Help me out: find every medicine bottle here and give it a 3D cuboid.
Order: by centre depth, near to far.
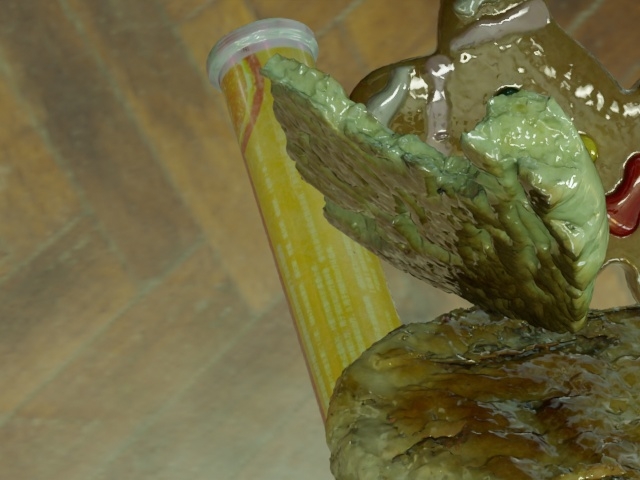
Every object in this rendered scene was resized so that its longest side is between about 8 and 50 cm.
[{"bbox_3d":[0.000,0.000,1.677,0.108,0.108,0.426,11,50,-40],"label":"medicine bottle"}]

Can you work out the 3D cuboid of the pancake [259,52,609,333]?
[{"bbox_3d":[0.052,-0.034,0.958,0.197,0.376,0.054,40,79,-16],"label":"pancake"}]

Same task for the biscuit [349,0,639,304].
[{"bbox_3d":[0.253,-0.070,1.760,0.432,0.064,0.283,40,92,-2],"label":"biscuit"}]

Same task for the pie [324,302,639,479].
[{"bbox_3d":[0.127,0.099,0.978,0.274,0.274,0.055,-24,119,-42],"label":"pie"}]
